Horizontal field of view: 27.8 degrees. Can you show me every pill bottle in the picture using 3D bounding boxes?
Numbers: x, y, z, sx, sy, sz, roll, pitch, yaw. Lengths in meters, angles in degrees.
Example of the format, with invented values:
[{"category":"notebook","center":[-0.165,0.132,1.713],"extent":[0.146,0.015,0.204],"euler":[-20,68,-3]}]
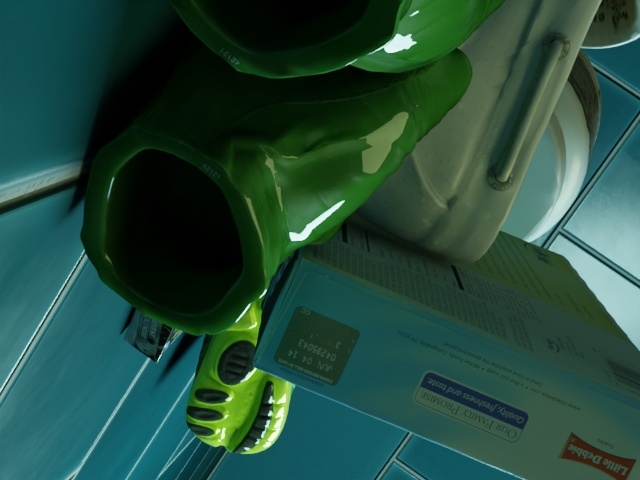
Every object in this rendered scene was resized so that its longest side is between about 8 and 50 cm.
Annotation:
[{"category":"pill bottle","center":[0.162,-0.105,1.251],"extent":[0.204,0.204,0.361],"euler":[-57,176,20]}]

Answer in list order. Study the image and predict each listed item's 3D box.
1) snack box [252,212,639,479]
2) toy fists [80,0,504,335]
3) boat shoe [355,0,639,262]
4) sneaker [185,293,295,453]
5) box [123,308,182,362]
[{"category":"snack box","center":[0.066,0.032,0.704],"extent":[0.322,0.187,0.060],"euler":[-87,-160,-78]},{"category":"toy fists","center":[0.009,-0.079,0.443],"extent":[0.142,0.096,0.279],"euler":[-54,175,-38]},{"category":"boat shoe","center":[0.133,-0.146,0.675],"extent":[0.367,0.156,0.136],"euler":[-61,-169,-21]},{"category":"sneaker","center":[-0.034,0.039,1.027],"extent":[0.123,0.109,0.295],"euler":[-87,-157,-53]},{"category":"box","center":[-0.058,-0.002,0.754],"extent":[0.137,0.027,0.094],"euler":[-52,174,-41]}]
